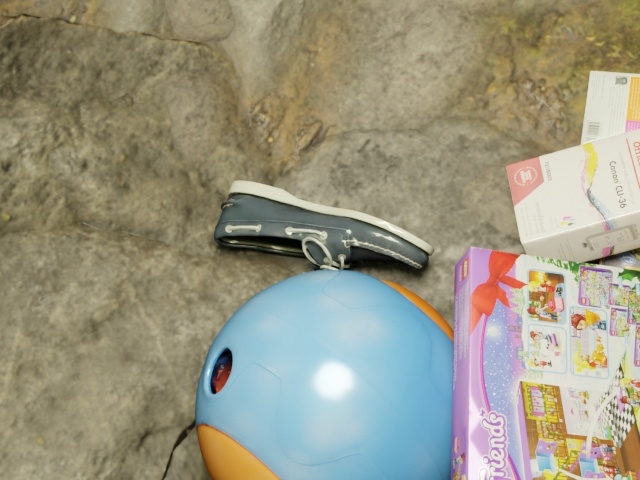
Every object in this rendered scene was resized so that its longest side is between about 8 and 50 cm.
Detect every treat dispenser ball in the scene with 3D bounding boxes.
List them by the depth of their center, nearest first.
[{"bbox_3d":[0.017,0.174,1.517,0.288,0.288,0.288,-3,73,9],"label":"treat dispenser ball"}]

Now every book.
[{"bbox_3d":[0.370,-0.137,1.686,0.144,0.035,0.096,7,78,12],"label":"book"}]

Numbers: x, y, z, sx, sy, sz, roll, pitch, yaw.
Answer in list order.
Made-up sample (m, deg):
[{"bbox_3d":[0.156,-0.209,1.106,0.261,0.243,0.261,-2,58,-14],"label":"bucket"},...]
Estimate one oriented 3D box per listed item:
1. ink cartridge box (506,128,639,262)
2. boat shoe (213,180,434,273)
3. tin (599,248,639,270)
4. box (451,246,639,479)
[{"bbox_3d":[0.310,-0.048,1.621,0.198,0.067,0.115,-16,50,12],"label":"ink cartridge box"},{"bbox_3d":[0.000,0.000,1.675,0.254,0.095,0.079,16,75,16],"label":"boat shoe"},{"bbox_3d":[0.385,0.055,1.623,0.106,0.040,0.190,-41,71,0],"label":"tin"},{"bbox_3d":[0.226,0.160,1.414,0.201,0.057,0.293,8,66,-10],"label":"box"}]
